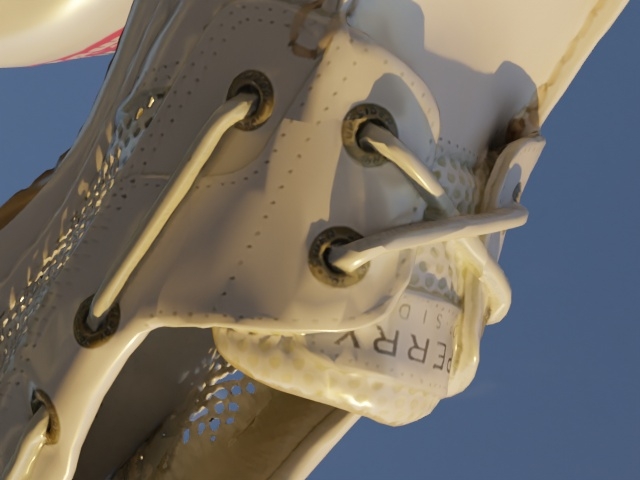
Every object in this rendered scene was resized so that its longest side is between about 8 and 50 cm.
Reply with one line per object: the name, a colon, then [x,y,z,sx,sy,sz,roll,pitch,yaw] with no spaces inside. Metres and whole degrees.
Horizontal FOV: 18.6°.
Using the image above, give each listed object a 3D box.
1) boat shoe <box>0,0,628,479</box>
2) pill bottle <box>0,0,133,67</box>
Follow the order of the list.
boat shoe: [0.000,0.000,0.397,0.277,0.098,0.096,-52,-133,20]
pill bottle: [-0.091,-0.153,0.702,0.176,0.318,0.176,4,-80,22]
